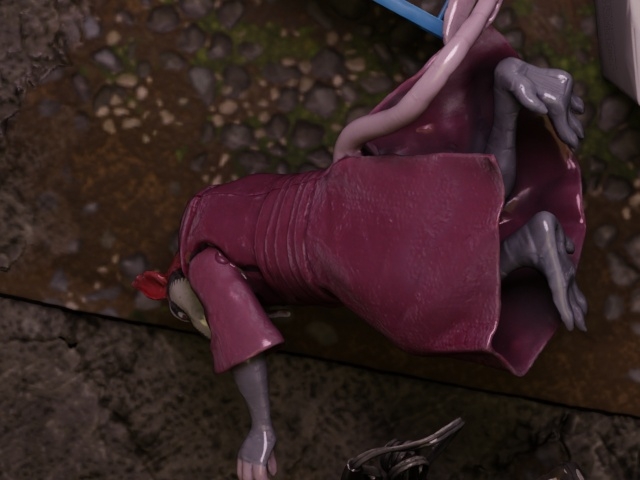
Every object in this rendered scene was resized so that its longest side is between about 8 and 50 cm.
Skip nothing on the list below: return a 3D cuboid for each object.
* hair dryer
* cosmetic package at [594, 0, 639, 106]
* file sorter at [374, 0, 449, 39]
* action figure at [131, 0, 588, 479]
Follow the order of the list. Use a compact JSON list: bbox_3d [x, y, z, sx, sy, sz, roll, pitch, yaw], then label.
[{"bbox_3d":[0.036,0.197,1.272,0.293,0.080,0.224,-32,140,32],"label":"hair dryer"},{"bbox_3d":[0.280,-0.186,1.181,0.152,0.183,0.151,-6,103,2],"label":"cosmetic package"},{"bbox_3d":[0.041,-0.230,1.211,0.170,0.118,0.104,28,99,-5],"label":"file sorter"},{"bbox_3d":[0.000,0.000,1.174,0.370,0.248,0.275,-8,128,33],"label":"action figure"}]
